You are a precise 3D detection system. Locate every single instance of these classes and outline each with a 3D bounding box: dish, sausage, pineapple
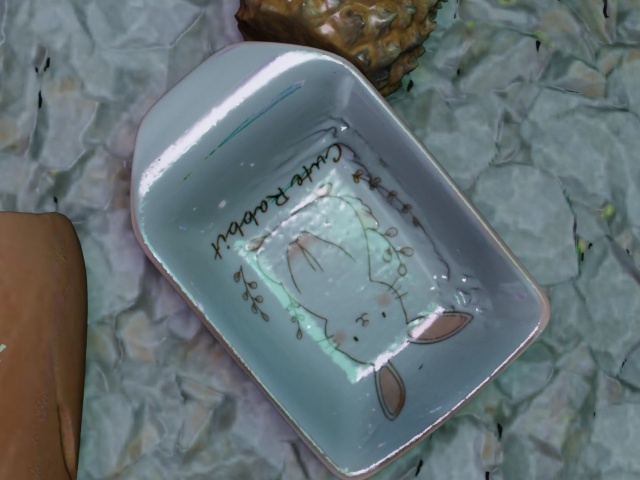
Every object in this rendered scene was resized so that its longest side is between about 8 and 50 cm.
[{"bbox_3d":[0.000,0.000,1.052,0.154,0.064,0.234,-39,97,1],"label":"dish"},{"bbox_3d":[-0.182,0.134,0.955,0.121,0.121,0.304,6,79,-18],"label":"sausage"},{"bbox_3d":[0.053,-0.215,1.091,0.130,0.119,0.277,30,73,7],"label":"pineapple"}]
